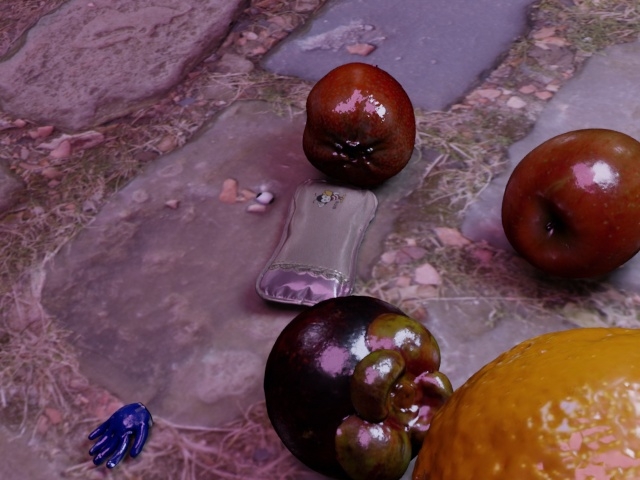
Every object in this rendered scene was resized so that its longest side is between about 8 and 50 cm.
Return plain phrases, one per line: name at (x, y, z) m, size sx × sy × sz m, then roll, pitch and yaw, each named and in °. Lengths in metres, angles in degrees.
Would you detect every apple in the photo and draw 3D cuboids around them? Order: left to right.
apple at (0.316, -0.046, 1.011) m, size 0.181 × 0.180 × 0.168 m, roll 20°, pitch 35°, yaw 28°

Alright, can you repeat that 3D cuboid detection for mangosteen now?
mangosteen at (0.040, 0.154, 0.878) m, size 0.210 × 0.209 × 0.209 m, roll -7°, pitch 48°, yaw 8°

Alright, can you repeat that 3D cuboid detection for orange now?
orange at (0.247, 0.229, 0.673) m, size 0.293 × 0.340 × 0.340 m, roll -37°, pitch 50°, yaw -2°

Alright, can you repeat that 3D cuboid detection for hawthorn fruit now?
hawthorn fruit at (0.058, -0.173, 1.199) m, size 0.169 × 0.169 × 0.188 m, roll 0°, pitch 38°, yaw 14°

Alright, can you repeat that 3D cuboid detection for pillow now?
pillow at (0.000, 0.000, 1.136) m, size 0.131 × 0.038 × 0.232 m, roll 8°, pitch 50°, yaw 15°

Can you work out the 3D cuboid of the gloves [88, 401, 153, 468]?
gloves at (-0.238, 0.235, 0.997) m, size 0.086 × 0.026 × 0.064 m, roll -38°, pitch 53°, yaw -19°
